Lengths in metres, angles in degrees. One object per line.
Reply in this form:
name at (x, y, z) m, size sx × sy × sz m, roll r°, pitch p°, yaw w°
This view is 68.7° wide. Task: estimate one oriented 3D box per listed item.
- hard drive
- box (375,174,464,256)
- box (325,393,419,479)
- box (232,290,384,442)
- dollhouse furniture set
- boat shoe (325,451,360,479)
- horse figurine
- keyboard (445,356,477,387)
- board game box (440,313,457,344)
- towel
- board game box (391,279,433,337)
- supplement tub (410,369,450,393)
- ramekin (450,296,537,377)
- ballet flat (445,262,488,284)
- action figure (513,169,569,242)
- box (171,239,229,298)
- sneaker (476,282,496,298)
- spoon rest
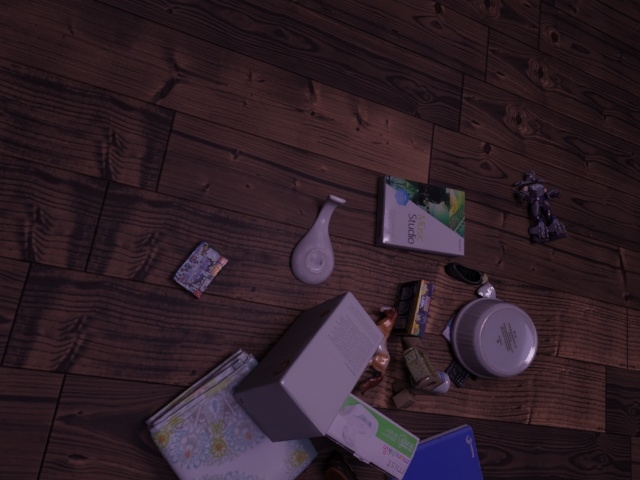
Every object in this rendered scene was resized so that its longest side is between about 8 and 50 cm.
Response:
hard drive at (0.356, 0.725, 1.454) m, size 0.318 × 0.040 × 0.210 m, roll -9°, pitch 84°, yaw -23°
box at (0.342, -0.077, 1.579) m, size 0.322 × 0.058 × 0.232 m, roll 8°, pitch 78°, yaw -22°
box at (0.090, 0.510, 1.278) m, size 0.262 × 0.231 × 0.127 m, roll 37°, pitch 70°, yaw -12°
box at (-0.021, 0.321, 1.213) m, size 0.168 × 0.215 × 0.345 m, roll 52°, pitch 44°, yaw -7°
dollhouse furniture set at (0.251, 0.390, 1.432) m, size 0.101 × 0.161 × 0.182 m, roll 31°, pitch 24°, yaw -45°
boat shoe at (0.091, 0.701, 1.334) m, size 0.207 × 0.073 × 0.073 m, roll 61°, pitch 26°, yaw -9°
horse figurine at (0.153, 0.330, 1.428) m, size 0.174 × 0.066 × 0.263 m, roll 3°, pitch 77°, yaw -16°
keyboard at (0.506, 0.415, 1.580) m, size 0.180 × 0.023 × 0.108 m, roll -44°, pitch 99°, yaw -22°
board game box at (0.460, 0.310, 1.580) m, size 0.090 × 0.020 × 0.090 m, roll 44°, pitch 68°, yaw -9°
towel at (-0.223, 0.521, 1.229) m, size 0.320 × 0.090 × 0.374 m, roll -34°, pitch 94°, yaw -21°
board game box at (0.281, 0.213, 1.458) m, size 0.048 × 0.141 × 0.170 m, roll 20°, pitch 74°, yaw -18°
supplement tub at (0.346, 0.443, 1.483) m, size 0.107 × 0.071 × 0.071 m, roll 15°, pitch 75°, yaw -19°
ramekin at (0.576, 0.320, 1.527) m, size 0.272 × 0.127 × 0.273 m, roll 1°, pitch 84°, yaw -13°
ballet flat at (0.511, 0.118, 1.619) m, size 0.173 × 0.049 × 0.058 m, roll 16°, pitch 76°, yaw -19°
action figure at (0.833, -0.136, 1.772) m, size 0.185 × 0.099 × 0.285 m, roll -9°, pitch 80°, yaw -15°
box at (-0.331, 0.080, 1.291) m, size 0.094 × 0.027 × 0.137 m, roll 39°, pitch 69°, yaw -13°
sneaker at (0.596, 0.226, 1.640) m, size 0.061 × 0.053 × 0.152 m, roll -28°, pitch 90°, yaw -7°
spoon rest at (0.000, 0.000, 1.425) m, size 0.137 × 0.084 × 0.276 m, roll 20°, pitch 87°, yaw -17°
